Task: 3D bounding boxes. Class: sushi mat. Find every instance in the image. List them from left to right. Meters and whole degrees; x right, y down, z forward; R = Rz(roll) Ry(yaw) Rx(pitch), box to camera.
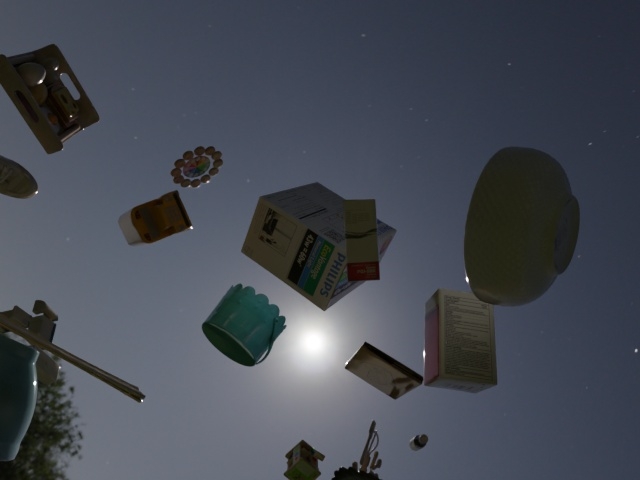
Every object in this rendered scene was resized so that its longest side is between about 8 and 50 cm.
[{"bbox_3d":[-0.443,0.188,0.823,0.316,0.019,0.151,37,-23,-17],"label":"sushi mat"}]

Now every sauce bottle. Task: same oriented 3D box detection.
[{"bbox_3d":[0.313,0.636,1.540,0.042,0.042,0.128,44,-26,20],"label":"sauce bottle"}]

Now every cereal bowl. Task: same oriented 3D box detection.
[{"bbox_3d":[0.437,-0.021,1.007,0.141,0.339,0.339,12,-67,41],"label":"cereal bowl"}]

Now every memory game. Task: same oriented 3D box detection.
[{"bbox_3d":[-0.407,-0.242,1.617,0.012,0.186,0.186,55,-48,24],"label":"memory game"}]

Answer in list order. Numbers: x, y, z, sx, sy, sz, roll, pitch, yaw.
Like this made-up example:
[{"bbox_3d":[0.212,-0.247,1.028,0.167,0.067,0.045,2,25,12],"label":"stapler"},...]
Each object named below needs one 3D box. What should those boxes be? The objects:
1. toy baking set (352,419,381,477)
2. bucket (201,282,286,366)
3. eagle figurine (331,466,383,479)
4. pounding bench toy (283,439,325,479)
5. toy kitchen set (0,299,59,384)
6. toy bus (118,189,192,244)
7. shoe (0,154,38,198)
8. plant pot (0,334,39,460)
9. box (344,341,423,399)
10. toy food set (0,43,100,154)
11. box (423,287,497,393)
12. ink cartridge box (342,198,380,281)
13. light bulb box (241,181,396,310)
[{"bbox_3d":[0.144,0.718,1.560,0.030,0.196,0.256,3,-72,29],"label":"toy baking set"},{"bbox_3d":[-0.280,0.313,1.769,0.281,0.183,0.281,25,-35,19],"label":"bucket"},{"bbox_3d":[0.144,0.689,1.180,0.226,0.225,0.298,-39,-125,33],"label":"eagle figurine"},{"bbox_3d":[-0.024,0.429,0.959,0.052,0.065,0.083,43,-80,-11],"label":"pounding bench toy"},{"bbox_3d":[-0.825,0.292,1.355,0.122,0.166,0.207,77,0,-47],"label":"toy kitchen set"},{"bbox_3d":[-0.464,-0.054,1.352,0.332,0.130,0.108,-5,-72,60],"label":"toy bus"},{"bbox_3d":[-0.696,-0.154,1.000,0.076,0.219,0.058,-54,-155,1],"label":"shoe"},{"bbox_3d":[-0.671,0.265,0.924,0.293,0.196,0.293,18,-25,9],"label":"plant pot"},{"bbox_3d":[0.153,0.334,1.234,0.164,0.021,0.201,31,-29,6],"label":"box"},{"bbox_3d":[-0.646,-0.356,1.184,0.092,0.306,0.220,-22,-64,4],"label":"toy food set"},{"bbox_3d":[0.355,0.260,1.258,0.148,0.232,0.127,9,-28,-3],"label":"box"},{"bbox_3d":[0.071,-0.002,0.838,0.056,0.099,0.135,-3,-89,6],"label":"ink cartridge box"},{"bbox_3d":[0.000,0.000,1.644,0.361,0.358,0.225,34,-61,20],"label":"light bulb box"}]
